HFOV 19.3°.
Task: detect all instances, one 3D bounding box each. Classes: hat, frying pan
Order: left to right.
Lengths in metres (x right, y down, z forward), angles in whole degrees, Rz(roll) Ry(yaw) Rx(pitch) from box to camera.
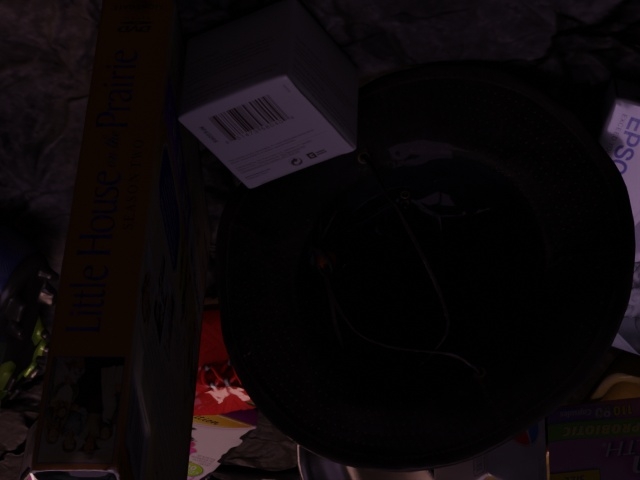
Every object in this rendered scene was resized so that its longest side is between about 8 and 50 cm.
[{"bbox_3d":[0.026,0.251,1.756,0.197,0.053,0.326,57,145,0],"label":"frying pan"},{"bbox_3d":[0.088,0.033,1.479,0.331,0.331,0.134,-5,164,11],"label":"hat"}]

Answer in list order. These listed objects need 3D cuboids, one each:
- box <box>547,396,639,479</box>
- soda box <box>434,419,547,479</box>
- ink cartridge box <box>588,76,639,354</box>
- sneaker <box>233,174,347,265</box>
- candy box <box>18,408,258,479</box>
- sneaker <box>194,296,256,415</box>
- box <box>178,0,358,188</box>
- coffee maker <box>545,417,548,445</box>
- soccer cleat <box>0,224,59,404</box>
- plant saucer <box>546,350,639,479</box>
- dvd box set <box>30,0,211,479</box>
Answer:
[{"bbox_3d":[0.333,0.251,1.721,0.213,0.117,0.243,-8,142,14],"label":"box"},{"bbox_3d":[0.147,0.136,1.632,0.074,0.216,0.069,28,136,-29],"label":"soda box"},{"bbox_3d":[0.297,-0.001,1.514,0.224,0.045,0.223,16,122,-7],"label":"ink cartridge box"},{"bbox_3d":[0.000,0.000,1.568,0.088,0.093,0.225,-17,137,25],"label":"sneaker"},{"bbox_3d":[-0.179,0.185,1.837,0.159,0.071,0.233,20,139,-20],"label":"candy box"},{"bbox_3d":[-0.051,0.107,1.670,0.279,0.118,0.107,-9,102,5],"label":"sneaker"},{"bbox_3d":[-0.038,-0.112,1.430,0.101,0.087,0.102,-19,138,26],"label":"box"},{"bbox_3d":[0.143,0.187,1.789,0.171,0.120,0.178,17,141,-31],"label":"coffee maker"},{"bbox_3d":[-0.311,0.071,1.709,0.121,0.093,0.289,36,146,8],"label":"soccer cleat"},{"bbox_3d":[0.367,0.216,1.834,0.332,0.081,0.333,13,141,-12],"label":"plant saucer"},{"bbox_3d":[-0.138,0.070,1.402,0.062,0.420,0.308,0,143,4],"label":"dvd box set"}]
